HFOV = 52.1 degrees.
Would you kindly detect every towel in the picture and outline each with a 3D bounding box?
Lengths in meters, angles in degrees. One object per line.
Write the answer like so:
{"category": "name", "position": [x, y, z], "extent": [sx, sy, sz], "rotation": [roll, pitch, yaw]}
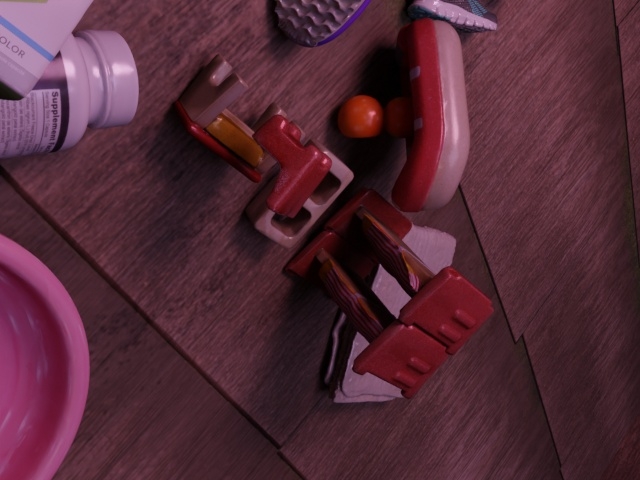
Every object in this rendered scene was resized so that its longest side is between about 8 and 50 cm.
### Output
{"category": "towel", "position": [0.106, 0.107, 0.978], "extent": [0.187, 0.049, 0.282], "rotation": [14, 95, -48]}

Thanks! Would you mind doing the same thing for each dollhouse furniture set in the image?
{"category": "dollhouse furniture set", "position": [0.000, 0.000, 0.707], "extent": [0.152, 0.201, 0.374], "rotation": [-47, 130, 8]}

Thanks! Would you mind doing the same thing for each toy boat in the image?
{"category": "toy boat", "position": [0.096, -0.148, 0.804], "extent": [0.151, 0.151, 0.231], "rotation": [72, 15, -80]}

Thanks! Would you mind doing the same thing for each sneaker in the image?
{"category": "sneaker", "position": [0.186, -0.321, 0.869], "extent": [0.166, 0.065, 0.076], "rotation": [-3, 105, -46]}
{"category": "sneaker", "position": [0.063, -0.334, 0.712], "extent": [0.293, 0.102, 0.146], "rotation": [-61, 164, 10]}

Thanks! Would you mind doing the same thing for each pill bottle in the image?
{"category": "pill bottle", "position": [-0.243, -0.116, 0.493], "extent": [0.193, 0.108, 0.108], "rotation": [-16, 118, -40]}

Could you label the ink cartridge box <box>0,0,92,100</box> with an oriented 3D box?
{"category": "ink cartridge box", "position": [-0.183, -0.205, 0.411], "extent": [0.109, 0.062, 0.209], "rotation": [39, 74, -37]}

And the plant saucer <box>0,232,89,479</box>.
{"category": "plant saucer", "position": [-0.353, 0.126, 0.505], "extent": [0.332, 0.084, 0.332], "rotation": [-20, 121, -38]}
